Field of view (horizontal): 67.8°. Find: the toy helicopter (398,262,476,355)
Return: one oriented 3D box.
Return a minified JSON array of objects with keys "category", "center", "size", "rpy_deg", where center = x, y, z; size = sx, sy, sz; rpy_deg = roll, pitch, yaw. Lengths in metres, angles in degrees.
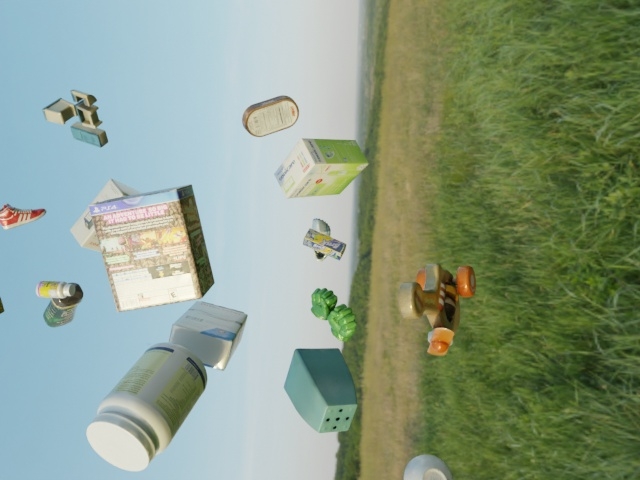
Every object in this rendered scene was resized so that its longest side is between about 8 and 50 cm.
[{"category":"toy helicopter","center":[0.271,0.169,1.163],"size":[0.355,0.140,0.235],"rpy_deg":[15,-106,-56]}]

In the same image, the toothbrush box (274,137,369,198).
[{"category":"toothbrush box","center":[0.004,-0.269,1.779],"size":[0.206,0.283,0.122],"rpy_deg":[-44,64,41]}]

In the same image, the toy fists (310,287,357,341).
[{"category":"toy fists","center":[0.055,0.326,2.162],"size":[0.279,0.096,0.142],"rpy_deg":[42,126,36]}]

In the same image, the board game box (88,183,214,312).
[{"category":"board game box","center":[-0.439,0.017,1.269],"size":[0.141,0.232,0.291],"rpy_deg":[-85,-15,-79]}]

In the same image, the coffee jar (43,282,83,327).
[{"category":"coffee jar","center":[-0.884,0.221,1.639],"size":[0.096,0.079,0.184],"rpy_deg":[-19,-22,-48]}]

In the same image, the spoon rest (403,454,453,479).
[{"category":"spoon rest","center":[0.294,0.691,1.206],"size":[0.084,0.137,0.276],"rpy_deg":[104,161,-52]}]

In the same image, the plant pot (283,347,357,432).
[{"category":"plant pot","center":[0.010,0.479,1.501],"size":[0.234,0.165,0.166],"rpy_deg":[-128,49,-56]}]

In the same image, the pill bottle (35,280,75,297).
[{"category":"pill bottle","center":[-0.675,0.125,1.216],"size":[0.043,0.083,0.043],"rpy_deg":[2,-90,-88]}]

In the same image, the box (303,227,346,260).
[{"category":"box","center":[0.017,0.016,1.945],"size":[0.054,0.169,0.059],"rpy_deg":[101,-165,-56]}]

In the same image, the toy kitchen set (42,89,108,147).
[{"category":"toy kitchen set","center":[-0.838,-0.389,1.598],"size":[0.207,0.122,0.166],"rpy_deg":[97,-164,-47]}]

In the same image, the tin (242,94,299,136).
[{"category":"tin","center":[-0.159,-0.401,1.546],"size":[0.040,0.189,0.106],"rpy_deg":[-123,16,-44]}]

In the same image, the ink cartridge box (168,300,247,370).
[{"category":"ink cartridge box","center":[-0.427,0.358,1.835],"size":[0.307,0.223,0.129],"rpy_deg":[-76,1,-81]}]

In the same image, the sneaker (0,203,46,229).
[{"category":"sneaker","center":[-0.853,-0.082,1.356],"size":[0.042,0.118,0.067],"rpy_deg":[29,139,48]}]

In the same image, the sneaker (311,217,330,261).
[{"category":"sneaker","center":[0.000,0.000,2.107],"size":[0.237,0.085,0.086],"rpy_deg":[82,-160,-45]}]

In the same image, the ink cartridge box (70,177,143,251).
[{"category":"ink cartridge box","center":[-0.651,-0.067,1.506],"size":[0.212,0.093,0.154],"rpy_deg":[-48,-27,5]}]

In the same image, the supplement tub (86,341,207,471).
[{"category":"supplement tub","center":[-0.518,0.497,1.453],"size":[0.325,0.235,0.235],"rpy_deg":[-59,-26,-57]}]

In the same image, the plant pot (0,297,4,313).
[{"category":"plant pot","center":[-0.932,0.168,1.299],"size":[0.081,0.081,0.083],"rpy_deg":[-65,-16,-68]}]
